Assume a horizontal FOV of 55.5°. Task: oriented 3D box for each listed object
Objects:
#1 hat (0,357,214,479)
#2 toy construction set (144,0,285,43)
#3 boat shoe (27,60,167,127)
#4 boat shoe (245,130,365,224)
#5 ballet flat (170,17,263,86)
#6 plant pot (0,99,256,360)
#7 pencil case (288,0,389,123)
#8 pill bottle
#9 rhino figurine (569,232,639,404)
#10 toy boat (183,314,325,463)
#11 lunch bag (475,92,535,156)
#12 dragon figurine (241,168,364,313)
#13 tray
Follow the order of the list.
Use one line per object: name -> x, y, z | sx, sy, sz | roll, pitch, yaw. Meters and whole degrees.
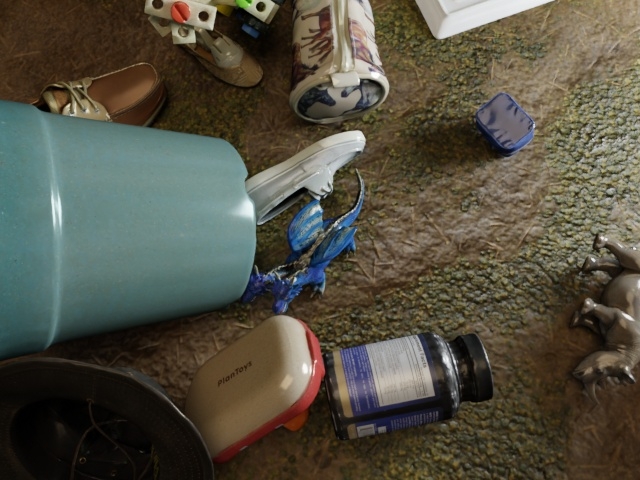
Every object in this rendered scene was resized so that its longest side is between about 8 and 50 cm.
hat -> -0.286, 0.239, 0.784 | 0.332, 0.331, 0.134 | 3, 29, 5
toy construction set -> -0.179, -0.432, 1.009 | 0.215, 0.151, 0.327 | 26, 35, -26
boat shoe -> -0.412, -0.203, 1.016 | 0.324, 0.120, 0.122 | -34, 73, -8
boat shoe -> -0.020, -0.096, 0.982 | 0.228, 0.079, 0.081 | -28, 78, 1
ballet flat -> -0.192, -0.342, 1.077 | 0.206, 0.067, 0.073 | 33, 79, 14
plant pot -> -0.287, -0.019, 0.807 | 0.334, 0.341, 0.340 | -3, 67, -33
pencil case -> 0.019, -0.395, 1.021 | 0.160, 0.183, 0.409 | -4, 72, 2
pill bottle -> 0.118, 0.196, 0.843 | 0.219, 0.123, 0.122 | -11, 71, -1
rhino figurine -> 0.424, 0.116, 0.876 | 0.106, 0.073, 0.243 | 16, 74, 12
toy boat -> -0.076, 0.221, 0.845 | 0.231, 0.151, 0.151 | -36, 36, 17
lunch bag -> 0.297, -0.188, 0.993 | 0.067, 0.065, 0.098 | -37, 73, 8
dragon figurine -> 0.000, 0.000, 0.906 | 0.085, 0.144, 0.289 | 36, 77, 14
tray -> 0.308, -0.469, 1.106 | 0.271, 0.030, 0.145 | -20, 72, -3
